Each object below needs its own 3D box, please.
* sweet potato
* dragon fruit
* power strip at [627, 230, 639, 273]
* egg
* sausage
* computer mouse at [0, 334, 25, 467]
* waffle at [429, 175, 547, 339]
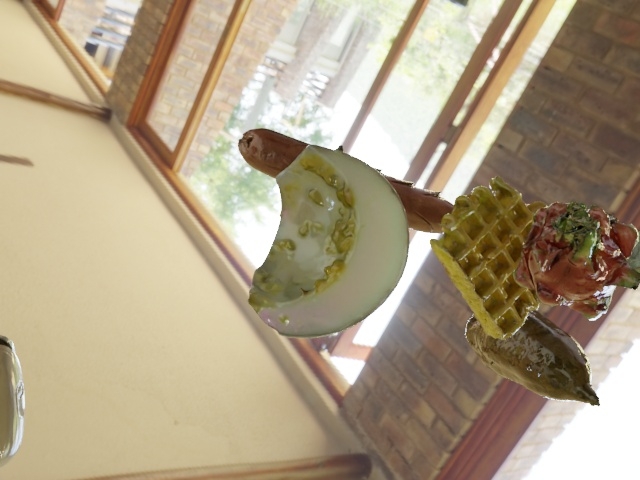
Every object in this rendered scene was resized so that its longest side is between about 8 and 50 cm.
[{"bbox_3d":[0.432,0.224,1.327,0.158,0.157,0.370,21,-178,-19],"label":"sweet potato"},{"bbox_3d":[0.322,0.015,0.803,0.137,0.135,0.236,14,163,6],"label":"dragon fruit"},{"bbox_3d":[0.574,0.063,1.015,0.272,0.078,0.052,28,152,-23],"label":"power strip"},{"bbox_3d":[0.017,0.010,0.958,0.206,0.271,0.162,12,177,-3],"label":"egg"},{"bbox_3d":[0.064,-0.094,1.122,0.433,0.088,0.088,18,-160,-13],"label":"sausage"},{"bbox_3d":[-0.595,0.284,1.137,0.145,0.236,0.082,-4,-178,-10],"label":"computer mouse"},{"bbox_3d":[0.298,0.004,1.039,0.229,0.219,0.057,56,159,-15],"label":"waffle"}]
